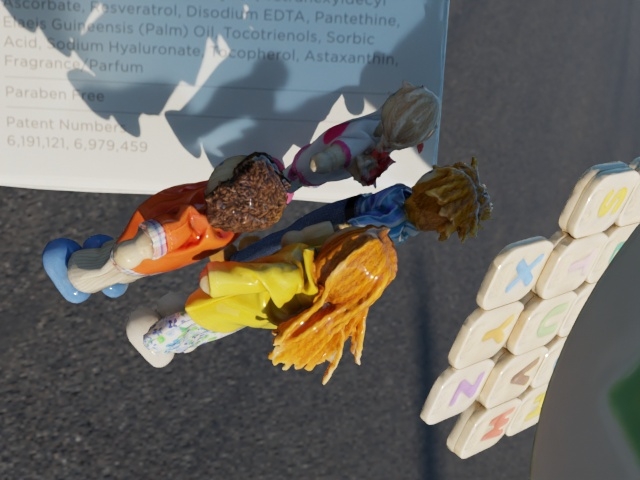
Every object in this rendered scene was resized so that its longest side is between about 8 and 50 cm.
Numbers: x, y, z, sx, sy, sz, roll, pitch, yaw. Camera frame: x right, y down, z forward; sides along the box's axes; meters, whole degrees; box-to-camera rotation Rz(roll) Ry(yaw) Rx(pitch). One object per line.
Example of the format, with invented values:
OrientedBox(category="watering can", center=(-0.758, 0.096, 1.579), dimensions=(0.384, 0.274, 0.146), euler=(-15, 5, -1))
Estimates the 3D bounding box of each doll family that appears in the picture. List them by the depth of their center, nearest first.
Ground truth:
OrientedBox(category="doll family", center=(0.000, 0.000, 0.550), dimensions=(0.263, 0.163, 0.118), euler=(-32, 99, -54))

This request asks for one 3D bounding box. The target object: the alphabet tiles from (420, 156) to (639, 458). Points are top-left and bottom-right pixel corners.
OrientedBox(category="alphabet tiles", center=(0.200, 0.058, 0.865), dimensions=(0.278, 0.284, 0.021), euler=(-11, 41, -46))

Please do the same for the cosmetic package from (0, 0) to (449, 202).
OrientedBox(category="cosmetic package", center=(-0.071, -0.255, 0.798), dimensions=(0.329, 0.328, 0.393), euler=(-89, -178, -74))

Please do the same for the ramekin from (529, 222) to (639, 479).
OrientedBox(category="ramekin", center=(0.215, 0.079, 0.377), dimensions=(0.148, 0.303, 0.303), euler=(30, 42, -18))
